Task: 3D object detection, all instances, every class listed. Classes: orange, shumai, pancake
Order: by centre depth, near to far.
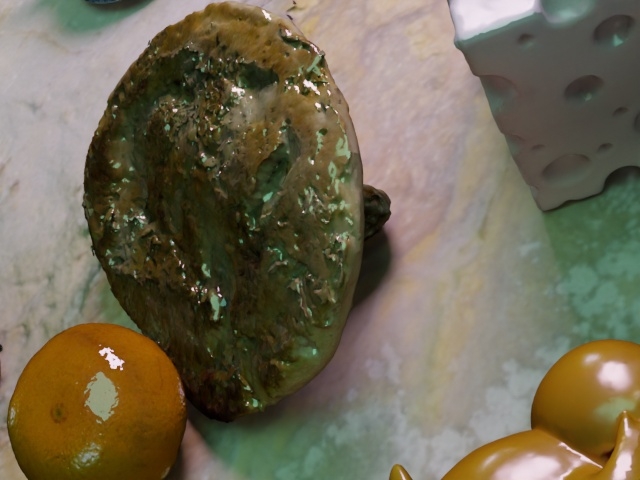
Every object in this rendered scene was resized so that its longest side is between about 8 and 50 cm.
[{"bbox_3d":[-0.082,-0.028,0.961,0.356,0.065,0.356,3,94,49],"label":"pancake"},{"bbox_3d":[-0.183,0.147,0.966,0.156,0.124,0.156,-5,78,25],"label":"orange"},{"bbox_3d":[-0.001,0.000,0.987,0.124,0.099,0.087,-10,75,30],"label":"shumai"}]

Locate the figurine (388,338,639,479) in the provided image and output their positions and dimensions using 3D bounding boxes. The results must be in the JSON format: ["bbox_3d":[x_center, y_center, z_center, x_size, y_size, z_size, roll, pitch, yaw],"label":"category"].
[{"bbox_3d":[0.156,0.181,0.741,0.228,0.215,0.215,-22,53,-5],"label":"figurine"}]

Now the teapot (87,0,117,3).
[{"bbox_3d":[-0.239,-0.359,1.271,0.232,0.159,0.159,-9,59,22],"label":"teapot"}]

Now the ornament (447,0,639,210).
[{"bbox_3d":[0.226,-0.210,0.895,0.240,0.240,0.239,-20,55,14],"label":"ornament"}]

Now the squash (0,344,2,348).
[{"bbox_3d":[-0.423,0.087,1.032,0.189,0.260,0.189,-9,60,17],"label":"squash"}]
